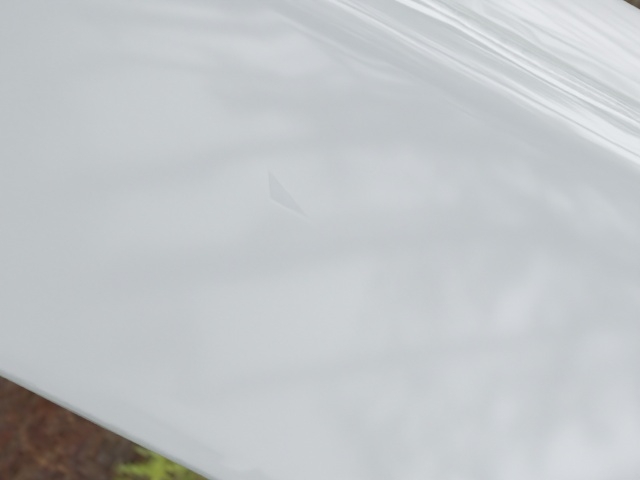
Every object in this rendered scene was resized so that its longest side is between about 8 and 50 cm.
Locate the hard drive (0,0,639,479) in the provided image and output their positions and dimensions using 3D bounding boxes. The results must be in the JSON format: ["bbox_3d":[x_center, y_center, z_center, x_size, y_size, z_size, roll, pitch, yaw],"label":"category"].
[{"bbox_3d":[0.000,0.000,0.457,0.203,0.307,0.040,-54,-169,50],"label":"hard drive"}]
